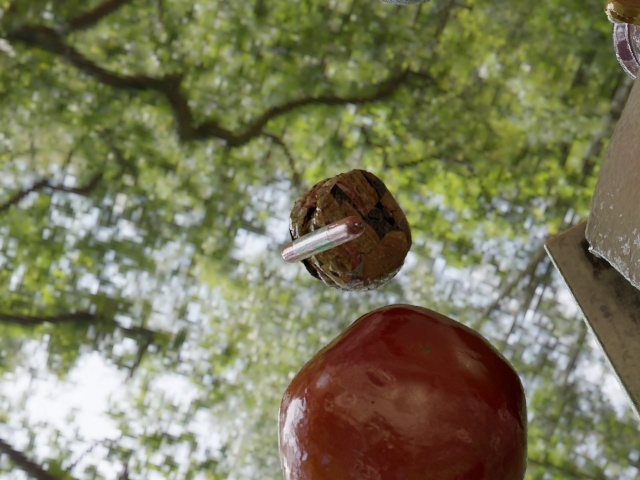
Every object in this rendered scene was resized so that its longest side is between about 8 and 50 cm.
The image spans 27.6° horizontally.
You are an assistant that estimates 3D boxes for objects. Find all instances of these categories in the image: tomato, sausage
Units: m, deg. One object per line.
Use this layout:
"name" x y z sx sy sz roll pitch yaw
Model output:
"tomato" 0.097 0.200 1.478 0.298 0.226 0.299 2 -138 -2
"sausage" 0.000 0.000 1.689 0.029 0.029 0.223 9 165 -25

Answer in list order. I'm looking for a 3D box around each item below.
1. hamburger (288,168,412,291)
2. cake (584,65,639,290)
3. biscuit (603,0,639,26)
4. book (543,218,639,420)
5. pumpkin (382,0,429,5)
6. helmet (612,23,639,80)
"hamburger" 0.057 -0.014 2.364 0.231 0.231 0.107 6 162 -32
"cake" 0.443 -0.045 1.395 0.237 0.230 0.309 13 -168 -8
"biscuit" 0.439 -0.231 1.473 0.158 0.035 0.240 -22 -134 -40
"book" 0.517 0.028 1.666 0.269 0.389 0.032 62 -172 10
"pumpkin" 0.106 -0.548 2.077 0.363 0.266 0.363 38 174 5
"helmet" 0.661 -0.360 2.197 0.338 0.271 0.197 -21 -166 18
